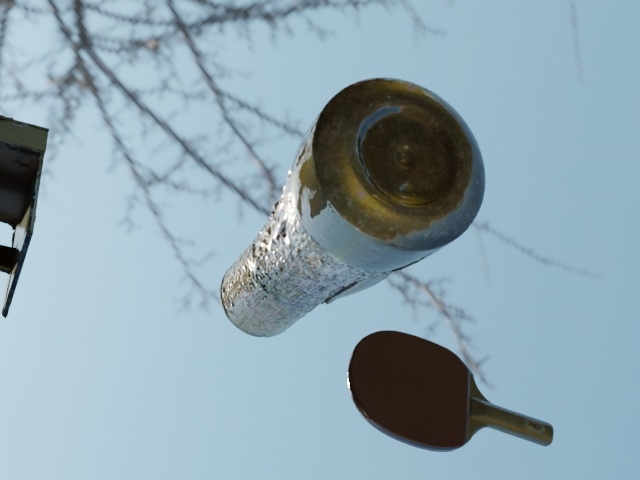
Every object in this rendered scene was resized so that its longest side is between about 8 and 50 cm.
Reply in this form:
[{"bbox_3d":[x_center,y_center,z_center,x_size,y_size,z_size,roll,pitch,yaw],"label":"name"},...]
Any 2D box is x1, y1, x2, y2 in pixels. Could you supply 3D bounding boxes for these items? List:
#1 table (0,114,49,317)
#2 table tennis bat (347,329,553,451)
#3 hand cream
[{"bbox_3d":[-0.218,-0.043,0.865,0.175,0.146,0.062,-99,-153,-59],"label":"table"},{"bbox_3d":[0.089,0.111,1.161,0.013,0.157,0.087,125,-22,-47],"label":"table tennis bat"},{"bbox_3d":[0.000,0.000,0.820,0.203,0.084,0.084,-44,-157,58],"label":"hand cream"}]
